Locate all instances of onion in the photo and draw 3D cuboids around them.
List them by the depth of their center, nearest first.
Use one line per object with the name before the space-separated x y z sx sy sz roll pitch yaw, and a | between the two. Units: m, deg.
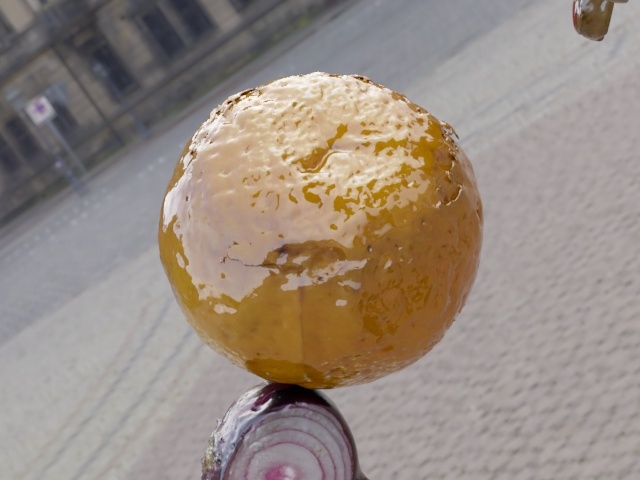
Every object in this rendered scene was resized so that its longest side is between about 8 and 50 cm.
onion | -0.021 0.252 1.490 0.140 0.218 0.195 -162 90 -71

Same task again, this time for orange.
orange | 0.000 0.000 1.442 0.340 0.340 0.293 -41 -28 -33

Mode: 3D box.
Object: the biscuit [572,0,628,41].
biscuit | 0.307 -0.361 1.485 0.064 0.283 0.432 10 8 5
